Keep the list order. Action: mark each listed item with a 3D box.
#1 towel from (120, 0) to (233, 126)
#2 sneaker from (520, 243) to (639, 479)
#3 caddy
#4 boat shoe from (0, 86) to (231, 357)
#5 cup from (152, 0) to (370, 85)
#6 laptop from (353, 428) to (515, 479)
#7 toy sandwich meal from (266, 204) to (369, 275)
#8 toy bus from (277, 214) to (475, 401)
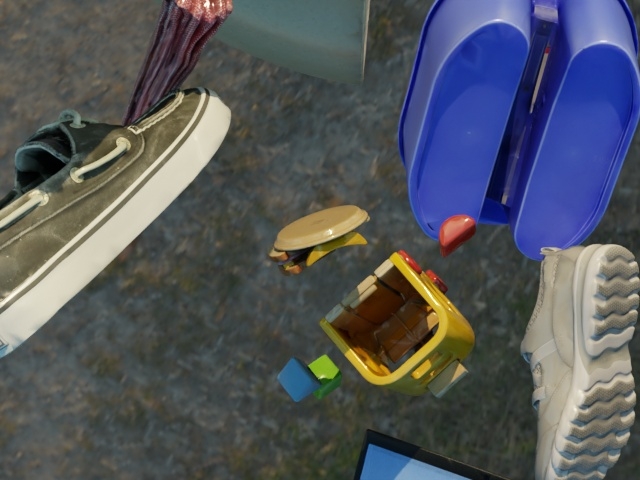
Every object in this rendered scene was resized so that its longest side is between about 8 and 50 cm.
[{"bbox_3d":[-0.066,-0.211,0.850,0.037,0.329,0.237,21,151,-10],"label":"towel"},{"bbox_3d":[0.269,0.138,1.352,0.115,0.105,0.281,14,96,53],"label":"sneaker"},{"bbox_3d":[0.216,-0.145,1.392,0.241,0.179,0.341,12,123,-2],"label":"caddy"},{"bbox_3d":[-0.123,-0.032,0.663,0.077,0.219,0.070,-23,111,41],"label":"boat shoe"},{"bbox_3d":[-0.064,-0.317,1.178,0.236,0.331,0.331,4,123,2],"label":"cup"},{"bbox_3d":[0.091,0.329,1.042,0.234,0.264,0.137,17,137,20],"label":"laptop"},{"bbox_3d":[0.000,0.000,0.978,0.085,0.085,0.029,-13,106,24],"label":"toy sandwich meal"},{"bbox_3d":[0.082,0.087,1.112,0.104,0.202,0.191,50,142,21],"label":"toy bus"}]
